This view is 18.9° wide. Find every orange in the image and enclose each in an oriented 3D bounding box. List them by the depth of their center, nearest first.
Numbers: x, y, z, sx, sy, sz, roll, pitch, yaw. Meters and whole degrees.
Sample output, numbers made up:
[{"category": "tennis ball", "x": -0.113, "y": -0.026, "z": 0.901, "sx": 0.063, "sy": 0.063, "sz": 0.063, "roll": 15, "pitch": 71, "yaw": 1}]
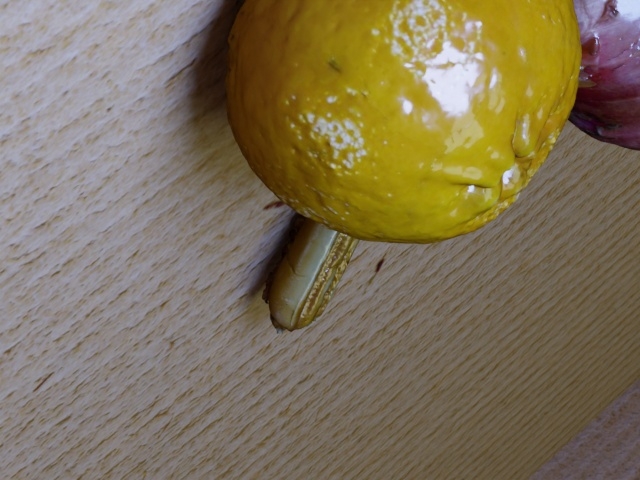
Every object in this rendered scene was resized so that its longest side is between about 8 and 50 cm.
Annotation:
[{"category": "orange", "x": 0.085, "y": -0.154, "z": 1.761, "sx": 0.340, "sy": 0.293, "sz": 0.340, "roll": -39, "pitch": 157, "yaw": -21}]

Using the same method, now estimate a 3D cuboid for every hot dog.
[{"category": "hot dog", "x": 0.000, "y": 0.000, "z": 2.128, "sx": 0.249, "sy": 0.076, "sz": 0.102, "roll": -63, "pitch": 172, "yaw": 19}]

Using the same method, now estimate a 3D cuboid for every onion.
[{"category": "onion", "x": 0.312, "y": -0.257, "z": 1.991, "sx": 0.354, "sy": 0.353, "sz": 0.353, "roll": -39, "pitch": 156, "yaw": -22}]
